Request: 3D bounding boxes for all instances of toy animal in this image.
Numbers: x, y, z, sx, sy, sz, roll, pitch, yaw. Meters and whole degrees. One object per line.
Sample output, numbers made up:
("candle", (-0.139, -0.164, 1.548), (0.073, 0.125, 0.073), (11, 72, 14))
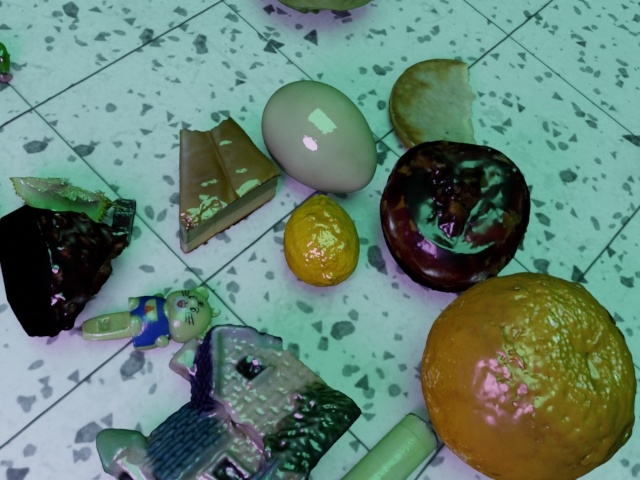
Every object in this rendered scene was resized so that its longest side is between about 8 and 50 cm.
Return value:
("toy animal", (-0.698, -0.328, 1.239), (0.208, 0.100, 0.103), (-10, 26, -29))

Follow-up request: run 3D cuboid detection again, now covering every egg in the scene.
("egg", (0.000, -0.195, 1.262), (0.253, 0.189, 0.188), (44, 63, 7))

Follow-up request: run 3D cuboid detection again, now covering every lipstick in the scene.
("lipstick", (0.067, 0.397, 1.037), (0.304, 0.076, 0.076), (-37, 75, -24))

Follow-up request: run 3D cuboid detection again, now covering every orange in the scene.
("orange", (0.323, 0.223, 1.057), (0.340, 0.293, 0.341), (13, 61, -25))

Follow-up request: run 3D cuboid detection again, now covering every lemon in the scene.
("lemon", (0.000, 0.000, 1.189), (0.142, 0.142, 0.187), (-2, 61, -12))

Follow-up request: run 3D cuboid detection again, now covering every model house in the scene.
("model house", (-0.148, 0.284, 0.961), (0.284, 0.243, 0.298), (41, 54, 13))

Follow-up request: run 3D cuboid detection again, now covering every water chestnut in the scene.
("water chestnut", (0.247, -0.059, 1.197), (0.299, 0.300, 0.300), (5, 62, -9))

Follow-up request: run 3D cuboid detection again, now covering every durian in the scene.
("durian", (-0.437, -0.066, 1.156), (0.215, 0.100, 0.086), (12, 64, 2))

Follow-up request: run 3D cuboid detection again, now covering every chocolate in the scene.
("chocolate", (-0.398, 0.042, 1.079), (0.177, 0.224, 0.207), (-10, 89, -42))

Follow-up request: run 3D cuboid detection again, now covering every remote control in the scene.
("remote control", (-0.364, -0.033, 1.204), (0.039, 0.014, 0.096), (5, 63, -9))

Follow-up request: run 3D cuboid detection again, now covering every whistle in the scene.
("whistle", (-0.281, 0.133, 1.095), (0.227, 0.085, 0.105), (-6, 55, -14))

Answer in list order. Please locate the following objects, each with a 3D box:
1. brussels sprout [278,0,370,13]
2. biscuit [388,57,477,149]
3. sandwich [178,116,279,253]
("brussels sprout", (-0.009, -0.652, 1.472), (0.327, 0.247, 0.328), (5, 75, -19))
("biscuit", (0.248, -0.280, 1.440), (0.204, 0.040, 0.309), (6, 62, -9))
("sandwich", (-0.216, -0.112, 1.222), (0.220, 0.108, 0.186), (-37, 75, -22))
